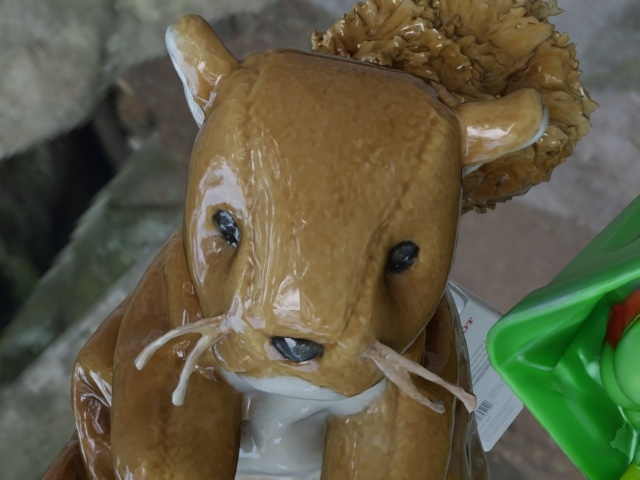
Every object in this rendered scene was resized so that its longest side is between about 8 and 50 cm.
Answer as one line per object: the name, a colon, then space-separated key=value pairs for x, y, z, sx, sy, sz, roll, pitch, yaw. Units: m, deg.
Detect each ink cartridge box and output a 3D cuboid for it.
ink cartridge box: x=0.107 y=0.092 z=1.359 sx=0.135 sy=0.099 sz=0.056 roll=32 pitch=-172 yaw=-45

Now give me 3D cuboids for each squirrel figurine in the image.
squirrel figurine: x=0.000 y=0.000 z=0.980 sx=0.281 sy=0.397 sz=0.370 roll=14 pitch=143 yaw=7

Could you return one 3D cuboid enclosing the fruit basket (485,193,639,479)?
fruit basket: x=0.254 y=0.162 z=0.951 sx=0.283 sy=0.392 sz=0.392 roll=-25 pitch=114 yaw=42
